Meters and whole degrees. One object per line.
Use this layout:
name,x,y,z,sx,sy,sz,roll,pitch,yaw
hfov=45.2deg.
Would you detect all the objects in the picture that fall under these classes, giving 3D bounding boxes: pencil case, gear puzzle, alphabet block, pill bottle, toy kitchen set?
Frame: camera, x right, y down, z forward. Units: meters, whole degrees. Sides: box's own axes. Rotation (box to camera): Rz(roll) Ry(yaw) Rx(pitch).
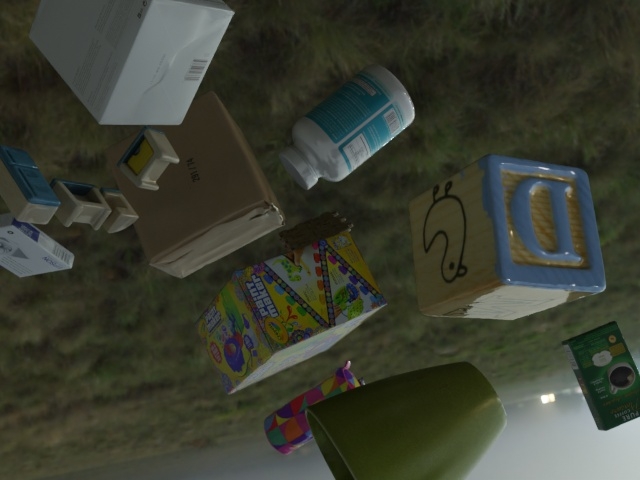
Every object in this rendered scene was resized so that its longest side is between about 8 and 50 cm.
pencil case,-0.009,0.362,1.647,0.236,0.104,0.104,-36,160,11
gear puzzle,0.000,0.000,1.980,0.175,0.044,0.339,-24,-163,-7
alphabet block,0.266,0.004,1.124,0.193,0.193,0.197,7,159,-26
pill bottle,0.046,-0.215,1.511,0.264,0.146,0.146,-39,169,-10
toy kitchen set,-0.346,-0.117,1.132,0.166,0.122,0.207,-50,154,17

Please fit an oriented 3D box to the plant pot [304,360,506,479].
plant pot,0.166,0.340,1.338,0.293,0.275,0.275,-28,169,-13

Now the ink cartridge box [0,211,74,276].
ink cartridge box,-0.750,0.019,1.841,0.223,0.045,0.223,-9,148,20

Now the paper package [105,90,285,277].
paper package,-0.288,-0.122,1.764,0.309,0.325,0.168,-28,158,3

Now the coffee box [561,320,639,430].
coffee box,0.552,0.261,1.480,0.113,0.184,0.040,-21,170,-9

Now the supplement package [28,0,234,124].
supplement package,-0.265,-0.298,1.065,0.149,0.203,0.194,-10,141,-51

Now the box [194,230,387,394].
box,-0.070,0.152,1.591,0.279,0.177,0.290,-19,164,-31
